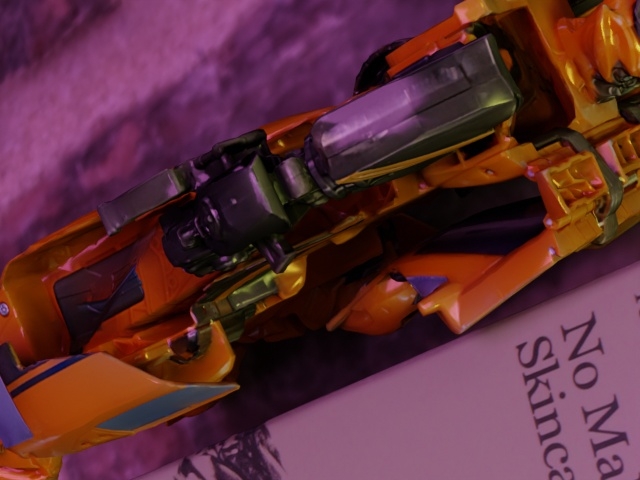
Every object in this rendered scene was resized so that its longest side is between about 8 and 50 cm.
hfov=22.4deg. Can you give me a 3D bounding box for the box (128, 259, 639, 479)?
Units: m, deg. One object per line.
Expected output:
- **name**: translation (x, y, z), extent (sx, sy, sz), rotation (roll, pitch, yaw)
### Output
- **box**: translation (0.032, 0.105, 0.516), extent (0.275, 0.094, 0.113), rotation (-28, 64, 32)

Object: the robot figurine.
- **robot figurine**: translation (0.000, 0.000, 0.533), extent (0.291, 0.211, 0.085), rotation (-26, 89, 38)
